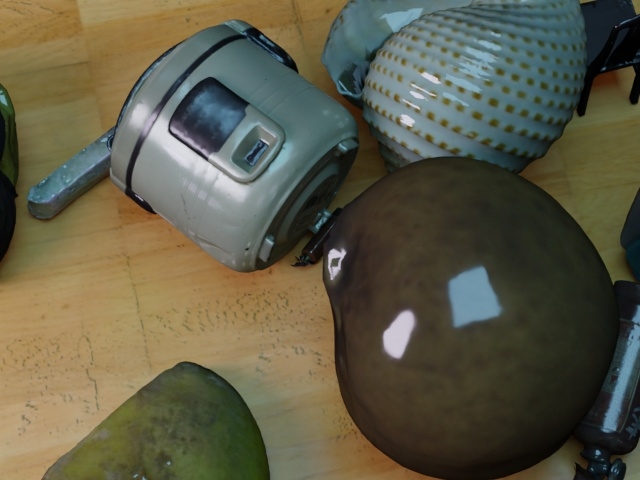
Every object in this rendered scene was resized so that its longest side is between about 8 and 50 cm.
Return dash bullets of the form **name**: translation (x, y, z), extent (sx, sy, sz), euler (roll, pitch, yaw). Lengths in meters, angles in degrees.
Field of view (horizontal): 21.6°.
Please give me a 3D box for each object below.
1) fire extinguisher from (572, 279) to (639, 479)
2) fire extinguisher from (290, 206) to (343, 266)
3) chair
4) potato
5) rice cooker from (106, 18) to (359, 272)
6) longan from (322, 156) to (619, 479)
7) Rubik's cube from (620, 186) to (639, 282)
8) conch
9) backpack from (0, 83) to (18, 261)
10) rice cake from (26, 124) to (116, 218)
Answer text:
- **fire extinguisher**: translation (0.290, 0.163, 1.720), extent (0.075, 0.106, 0.252), euler (10, 76, 48)
- **fire extinguisher**: translation (0.000, 0.000, 1.835), extent (0.028, 0.022, 0.083), euler (16, 59, 48)
- **chair**: translation (0.322, -0.234, 1.848), extent (0.084, 0.212, 0.101), euler (-14, 67, -8)
- **potato**: translation (-0.165, 0.226, 1.680), extent (0.269, 0.112, 0.255), euler (19, 65, 4)
- **rice cooker**: translation (-0.095, -0.104, 1.769), extent (0.244, 0.226, 0.226), euler (38, 70, 16)
- **longan**: translation (0.143, 0.076, 1.654), extent (0.319, 0.319, 0.319), euler (1, 65, -2)
- **Rubik's cube**: translation (0.552, -0.031, 1.691), extent (0.352, 0.347, 0.351), euler (-39, 72, -17)
- **conch**: translation (0.172, -0.201, 1.820), extent (0.319, 0.215, 0.303), euler (-37, 37, -9)
- **backpack**: translation (-0.423, -0.076, 1.787), extent (0.207, 0.140, 0.253), euler (6, 70, -2)
- **rice cake**: translation (-0.237, -0.094, 1.856), extent (0.211, 0.043, 0.034), euler (-39, 66, -18)
